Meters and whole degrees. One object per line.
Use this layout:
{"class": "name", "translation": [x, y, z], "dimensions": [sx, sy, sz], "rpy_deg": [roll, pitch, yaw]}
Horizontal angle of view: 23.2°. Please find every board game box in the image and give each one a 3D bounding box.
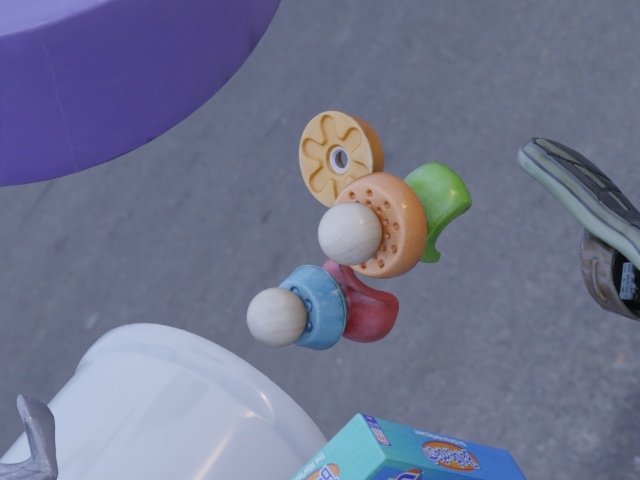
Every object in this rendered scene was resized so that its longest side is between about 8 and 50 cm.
{"class": "board game box", "translation": [0.048, 0.216, 1.214], "dimensions": [0.160, 0.210, 0.047], "rpy_deg": [-46, 53, 19]}

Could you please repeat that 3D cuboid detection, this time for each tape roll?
{"class": "tape roll", "translation": [-0.100, -0.116, 0.450], "dimensions": [0.080, 0.189, 0.189], "rpy_deg": [94, -159, -65]}

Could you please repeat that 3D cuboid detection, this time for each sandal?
{"class": "sandal", "translation": [0.291, 0.018, 1.518], "dimensions": [0.086, 0.120, 0.303], "rpy_deg": [-52, 56, 19]}

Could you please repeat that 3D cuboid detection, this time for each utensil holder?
{"class": "utensil holder", "translation": [-0.200, 0.325, 1.496], "dimensions": [0.327, 0.327, 0.385], "rpy_deg": [-27, 18, 48]}

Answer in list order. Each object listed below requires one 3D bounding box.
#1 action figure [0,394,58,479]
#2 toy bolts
{"class": "action figure", "translation": [-0.346, 0.266, 1.046], "dimensions": [0.330, 0.178, 0.341], "rpy_deg": [-45, 0, 24]}
{"class": "toy bolts", "translation": [0.000, 0.000, 1.543], "dimensions": [0.218, 0.158, 0.228], "rpy_deg": [43, 126, 28]}
